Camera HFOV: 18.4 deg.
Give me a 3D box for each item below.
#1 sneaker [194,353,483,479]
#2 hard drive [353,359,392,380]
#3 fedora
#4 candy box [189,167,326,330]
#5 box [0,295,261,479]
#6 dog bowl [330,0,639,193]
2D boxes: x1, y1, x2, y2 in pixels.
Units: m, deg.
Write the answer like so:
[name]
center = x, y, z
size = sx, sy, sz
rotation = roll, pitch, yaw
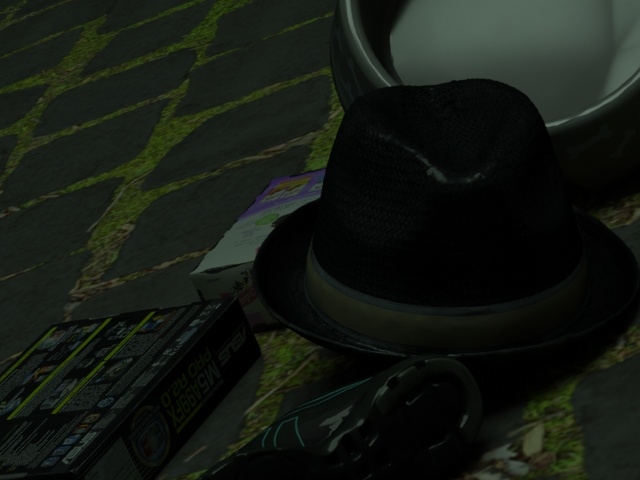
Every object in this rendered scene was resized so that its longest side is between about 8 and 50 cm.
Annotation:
[sneaker]
center = -0.009, 0.168, 1.355
size = 0.267, 0.101, 0.106
rotation = -26, 5, -27
[hard drive]
center = 0.098, 0.067, 1.568
size = 0.094, 0.022, 0.135
rotation = -7, 25, 38
[fedora]
center = 0.094, -0.032, 1.525
size = 0.334, 0.152, 0.334
rotation = -3, 23, 1
[candy box]
center = 0.000, 0.000, 1.779
size = 0.165, 0.070, 0.196
rotation = -11, 22, 30
[box]
center = -0.203, 0.148, 1.638
size = 0.216, 0.060, 0.270
rotation = -11, 23, 33
[dog bowl]
center = 0.174, -0.205, 1.748
size = 0.349, 0.348, 0.102
rotation = -24, -24, -1
